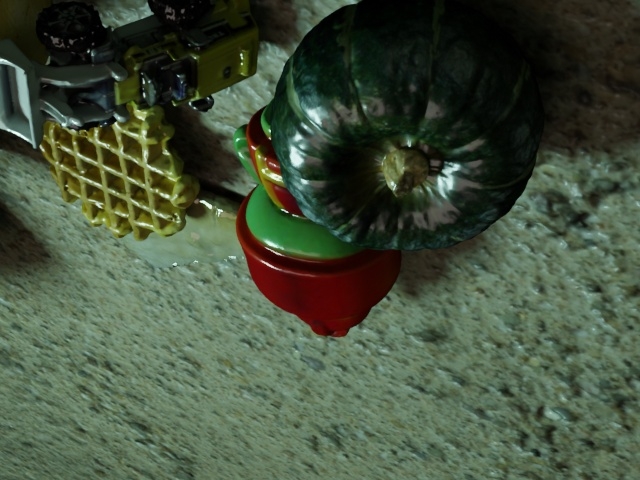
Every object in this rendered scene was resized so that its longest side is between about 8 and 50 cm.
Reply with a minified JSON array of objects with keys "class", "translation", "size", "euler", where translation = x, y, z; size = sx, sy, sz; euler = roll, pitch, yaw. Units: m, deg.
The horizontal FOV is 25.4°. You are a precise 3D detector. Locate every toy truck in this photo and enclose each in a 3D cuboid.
[{"class":"toy truck","translation":[-0.195,-0.170,1.398],"size":[0.111,0.286,0.136],"euler":[55,156,33]}]

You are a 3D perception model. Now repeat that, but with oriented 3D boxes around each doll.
[{"class":"doll","translation":[0.000,-0.001,1.562],"size":[0.183,0.160,0.363],"euler":[10,145,15]}]

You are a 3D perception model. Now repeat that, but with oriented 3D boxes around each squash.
[{"class":"squash","translation":[0.077,-0.104,1.308],"size":[0.252,0.165,0.252],"euler":[2,126,3]}]

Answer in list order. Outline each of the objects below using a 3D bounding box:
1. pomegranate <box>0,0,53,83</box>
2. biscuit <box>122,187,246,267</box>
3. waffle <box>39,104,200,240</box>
[{"class":"pomegranate","translation":[-0.415,-0.238,1.433],"size":[0.307,0.307,0.307],"euler":[21,148,14]},{"class":"biscuit","translation":[-0.170,-0.022,1.785],"size":[0.290,0.038,0.141],"euler":[-2,136,41]},{"class":"waffle","translation":[-0.255,-0.104,1.696],"size":[0.253,0.056,0.249],"euler":[-3,125,47]}]
